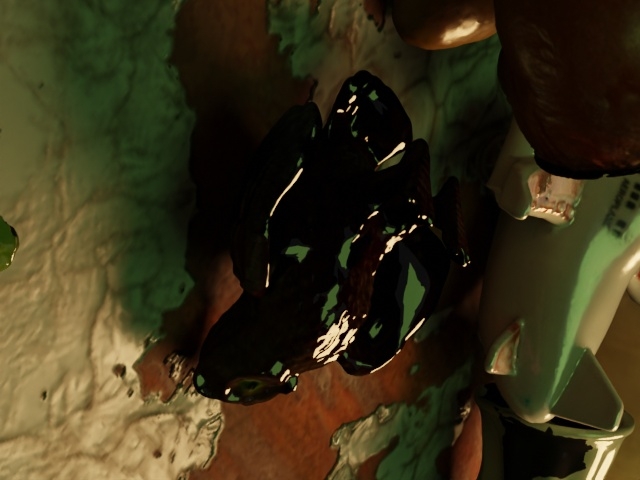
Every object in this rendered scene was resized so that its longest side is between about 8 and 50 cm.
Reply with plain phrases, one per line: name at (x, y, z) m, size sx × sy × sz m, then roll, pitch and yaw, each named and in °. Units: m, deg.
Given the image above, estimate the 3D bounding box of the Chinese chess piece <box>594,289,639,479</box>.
Chinese chess piece at (0.333, 0.102, 1.340) m, size 0.338 × 0.140 × 0.338 m, roll -29°, pitch 128°, yaw -44°

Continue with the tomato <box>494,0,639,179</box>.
tomato at (0.177, -0.157, 0.895) m, size 0.214 × 0.181 × 0.155 m, roll -52°, pitch 124°, yaw -32°

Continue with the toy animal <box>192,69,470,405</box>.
toy animal at (-0.005, 0.007, 0.905) m, size 0.179 × 0.116 × 0.218 m, roll -38°, pitch 150°, yaw 8°

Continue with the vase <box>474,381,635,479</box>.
vase at (0.135, 0.289, 1.174) m, size 0.165 × 0.165 × 0.360 m, roll -4°, pitch 107°, yaw -52°

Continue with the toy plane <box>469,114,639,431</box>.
toy plane at (0.174, 0.000, 1.091) m, size 0.252 × 0.118 × 0.252 m, roll -22°, pitch 117°, yaw -52°

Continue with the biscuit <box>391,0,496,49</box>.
biscuit at (0.135, -0.264, 0.952) m, size 0.237 × 0.062 × 0.290 m, roll -20°, pitch 124°, yaw -46°

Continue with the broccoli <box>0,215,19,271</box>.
broccoli at (-0.172, -0.001, 0.678) m, size 0.092 × 0.097 × 0.095 m, roll -6°, pitch 143°, yaw -45°
